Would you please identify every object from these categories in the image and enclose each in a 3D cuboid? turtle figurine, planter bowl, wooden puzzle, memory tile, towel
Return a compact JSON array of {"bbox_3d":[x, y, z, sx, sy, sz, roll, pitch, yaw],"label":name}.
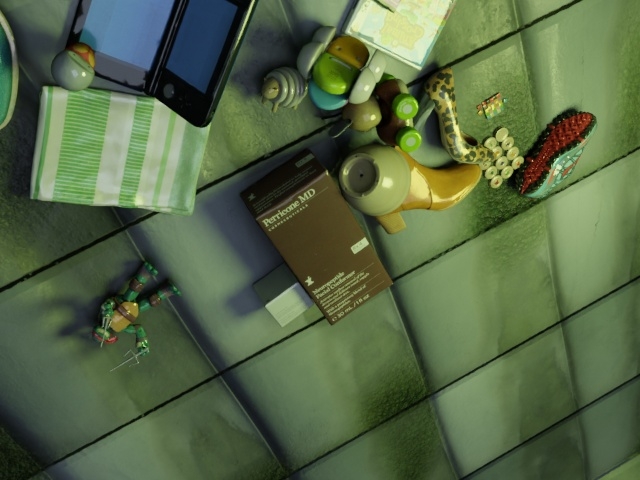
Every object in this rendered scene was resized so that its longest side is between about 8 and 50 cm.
[{"bbox_3d":[-0.430,0.164,1.419,0.234,0.118,0.175,-49,142,-10],"label":"turtle figurine"},{"bbox_3d":[0.104,-0.136,1.402,0.162,0.162,0.109,-58,158,15],"label":"planter bowl"},{"bbox_3d":[0.420,-0.327,1.567,0.083,0.006,0.049,-32,126,-3],"label":"wooden puzzle"},{"bbox_3d":[0.457,-0.211,1.648,0.113,0.012,0.148,-41,126,3],"label":"memory tile"},{"bbox_3d":[-0.395,-0.172,1.283,0.325,0.038,0.247,5,116,-26],"label":"towel"}]

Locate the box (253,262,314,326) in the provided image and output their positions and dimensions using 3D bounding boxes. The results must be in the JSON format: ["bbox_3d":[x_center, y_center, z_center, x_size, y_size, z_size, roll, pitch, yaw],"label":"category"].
[{"bbox_3d":[-0.090,0.130,1.555,0.102,0.101,0.087,-37,126,-2],"label":"box"}]

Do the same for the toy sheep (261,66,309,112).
[{"bbox_3d":[-0.070,-0.312,1.316,0.132,0.091,0.091,-25,132,-45],"label":"toy sheep"}]

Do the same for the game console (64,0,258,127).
[{"bbox_3d":[-0.280,-0.384,1.133,0.173,0.250,0.293,-3,124,-53],"label":"game console"}]

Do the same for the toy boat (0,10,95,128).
[{"bbox_3d":[-0.536,-0.296,1.059,0.318,0.148,0.267,-2,120,-12],"label":"toy boat"}]

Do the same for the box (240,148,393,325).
[{"bbox_3d":[0.000,0.000,1.497,0.191,0.143,0.381,-35,125,-1],"label":"box"}]

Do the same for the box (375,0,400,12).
[{"bbox_3d":[0.142,-0.553,1.270,0.116,0.029,0.162,22,109,-32],"label":"box"}]

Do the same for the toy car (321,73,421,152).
[{"bbox_3d":[0.101,-0.260,1.386,0.188,0.155,0.149,-14,124,-4],"label":"toy car"}]

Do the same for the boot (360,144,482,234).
[{"bbox_3d":[0.229,-0.158,1.524,0.295,0.104,0.211,-32,127,2],"label":"boot"}]

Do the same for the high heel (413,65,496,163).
[{"bbox_3d":[0.340,-0.285,1.499,0.261,0.093,0.186,16,118,-21],"label":"high heel"}]

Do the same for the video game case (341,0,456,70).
[{"bbox_3d":[0.174,-0.487,1.354,0.212,0.023,0.193,16,111,-30],"label":"video game case"}]

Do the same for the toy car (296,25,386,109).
[{"bbox_3d":[0.034,-0.333,1.301,0.159,0.182,0.136,28,136,0],"label":"toy car"}]

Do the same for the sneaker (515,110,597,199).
[{"bbox_3d":[0.620,-0.220,1.680,0.262,0.104,0.125,-50,143,15],"label":"sneaker"}]
